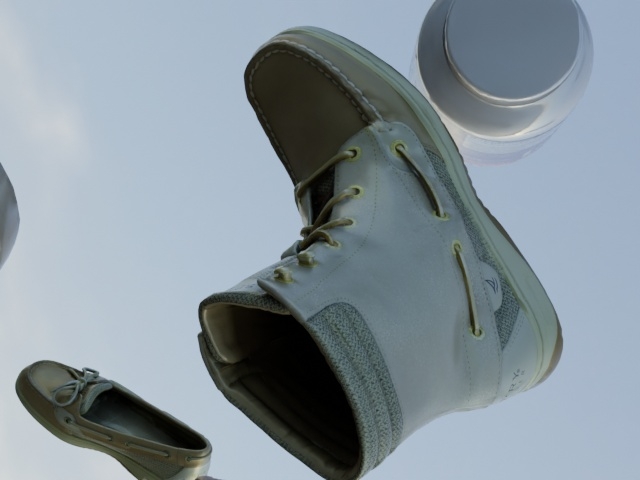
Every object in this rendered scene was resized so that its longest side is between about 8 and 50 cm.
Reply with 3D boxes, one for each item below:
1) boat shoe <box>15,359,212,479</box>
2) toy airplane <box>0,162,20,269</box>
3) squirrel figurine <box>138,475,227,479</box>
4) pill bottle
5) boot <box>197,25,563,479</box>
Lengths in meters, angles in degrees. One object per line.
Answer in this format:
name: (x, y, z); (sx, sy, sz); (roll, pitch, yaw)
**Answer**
boat shoe: (-0.141, 0.120, 1.341); (0.153, 0.056, 0.048); (33, -47, 17)
toy airplane: (-0.357, -0.110, 0.817); (0.272, 0.384, 0.386); (-70, 142, -75)
squirrel figurine: (-0.030, 0.264, 0.974); (0.281, 0.370, 0.397); (80, -16, -57)
pill bottle: (0.111, -0.110, 1.214); (0.193, 0.108, 0.108); (92, -20, -84)
boot: (0.000, 0.000, 0.891); (0.213, 0.165, 0.077); (54, -49, 12)
